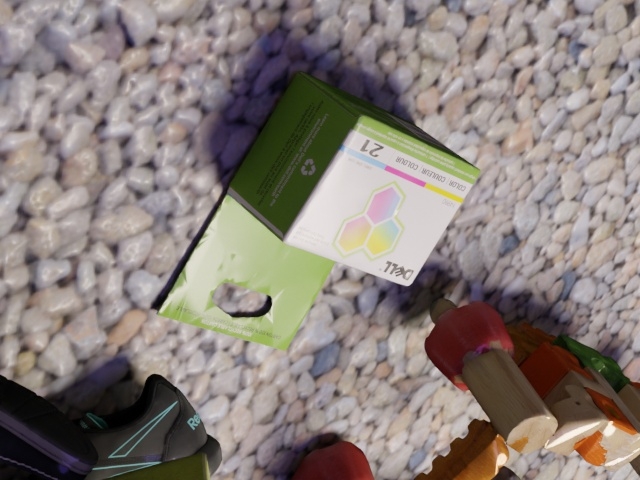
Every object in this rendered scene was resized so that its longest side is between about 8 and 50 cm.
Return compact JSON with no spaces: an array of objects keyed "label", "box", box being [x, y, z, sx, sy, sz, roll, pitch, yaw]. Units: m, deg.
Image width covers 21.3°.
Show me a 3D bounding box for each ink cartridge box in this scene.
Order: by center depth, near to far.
[{"label":"ink cartridge box","box":[0.000,0.000,1.536,0.189,0.097,0.255,20,105,-48]}]

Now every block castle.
[{"label":"block castle","box":[0.216,0.252,1.851,0.453,0.213,0.303,26,112,-43]}]

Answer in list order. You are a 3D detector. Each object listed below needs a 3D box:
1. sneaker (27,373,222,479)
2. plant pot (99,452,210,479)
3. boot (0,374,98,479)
[{"label":"sneaker","box":[-0.224,0.218,1.523,0.267,0.101,0.106,-30,107,-13]},{"label":"plant pot","box":[-0.219,0.316,1.305,0.293,0.275,0.275,-6,129,-3]},{"label":"boot","box":[-0.305,0.178,1.299,0.178,0.236,0.085,-64,177,5]}]
